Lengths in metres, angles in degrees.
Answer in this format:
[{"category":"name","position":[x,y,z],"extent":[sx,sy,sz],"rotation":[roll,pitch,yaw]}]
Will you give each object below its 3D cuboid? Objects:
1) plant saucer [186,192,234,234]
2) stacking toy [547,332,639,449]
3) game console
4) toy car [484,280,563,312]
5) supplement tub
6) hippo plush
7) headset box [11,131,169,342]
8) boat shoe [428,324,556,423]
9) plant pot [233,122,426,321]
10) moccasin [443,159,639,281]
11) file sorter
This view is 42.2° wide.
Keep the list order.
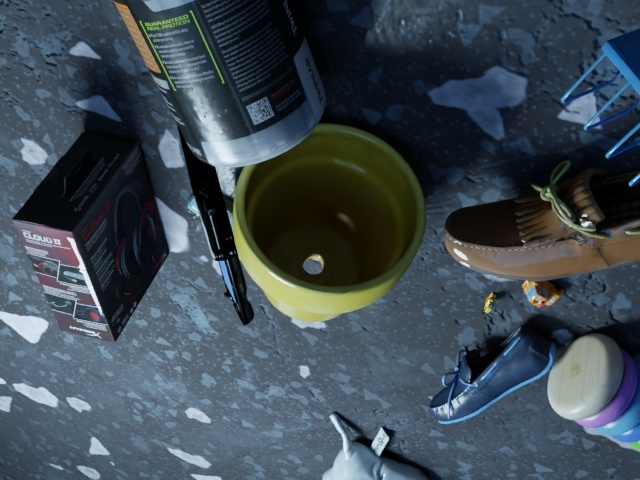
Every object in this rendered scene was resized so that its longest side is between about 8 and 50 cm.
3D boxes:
[{"category":"plant saucer","position":[-0.133,-0.021,1.374],"extent":[0.192,0.018,0.067],"rotation":[35,138,-13]},{"category":"stacking toy","position":[0.521,0.275,1.296],"extent":[0.330,0.141,0.141],"rotation":[30,139,-17]},{"category":"game console","position":[-0.152,-0.005,1.257],"extent":[0.043,0.213,0.361],"rotation":[-15,132,-5]},{"category":"toy car","position":[0.307,0.096,1.262],"extent":[0.060,0.041,0.122],"rotation":[39,137,-15]},{"category":"supplement tub","position":[-0.126,-0.261,0.985],"extent":[0.193,0.194,0.316],"rotation":[0,134,26]},{"category":"hippo plush","position":[0.088,0.558,1.703],"extent":[0.234,0.237,0.294],"rotation":[16,138,11]},{"category":"headset box","position":[-0.362,-0.014,1.340],"extent":[0.110,0.218,0.293],"rotation":[11,137,15]},{"category":"boat shoe","position":[0.269,0.212,1.376],"extent":[0.089,0.109,0.258],"rotation":[43,120,-9]},{"category":"plant pot","position":[0.000,0.000,1.179],"extent":[0.253,0.254,0.239],"rotation":[23,155,2]},{"category":"moccasin","position":[0.338,-0.034,1.036],"extent":[0.379,0.139,0.147],"rotation":[-2,131,28]},{"category":"file sorter","position":[0.364,-0.130,0.889],"extent":[0.170,0.118,0.104],"rotation":[56,147,15]}]
